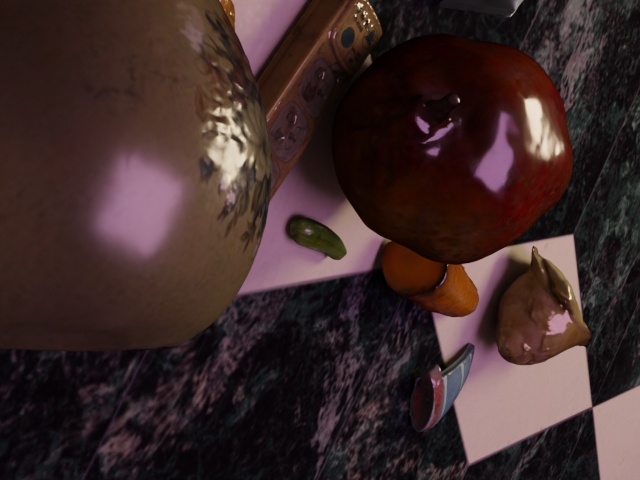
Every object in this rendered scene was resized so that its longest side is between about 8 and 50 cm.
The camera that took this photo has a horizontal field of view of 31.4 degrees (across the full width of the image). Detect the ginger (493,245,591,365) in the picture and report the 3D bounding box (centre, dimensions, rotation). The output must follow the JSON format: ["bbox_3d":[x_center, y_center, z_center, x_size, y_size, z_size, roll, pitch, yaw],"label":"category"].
[{"bbox_3d":[0.271,0.106,1.413,0.122,0.115,0.193,-44,151,1],"label":"ginger"}]

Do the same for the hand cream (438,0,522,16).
[{"bbox_3d":[0.199,-0.275,1.134,0.205,0.078,0.050,-47,142,-37],"label":"hand cream"}]

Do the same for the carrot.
[{"bbox_3d":[0.133,0.046,1.208,0.205,0.072,0.072,31,81,-60],"label":"carrot"}]

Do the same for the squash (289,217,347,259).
[{"bbox_3d":[0.001,-0.001,1.039,0.089,0.027,0.027,25,87,-57],"label":"squash"}]

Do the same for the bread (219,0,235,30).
[{"bbox_3d":[-0.074,-0.182,0.794,0.110,0.024,0.110,176,-90,-89],"label":"bread"}]

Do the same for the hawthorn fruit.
[{"bbox_3d":[0.108,-0.088,0.963,0.208,0.208,0.248,-66,163,-4],"label":"hawthorn fruit"}]

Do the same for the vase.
[{"bbox_3d":[-0.137,-0.099,0.669,0.329,0.240,0.302,-14,107,-81],"label":"vase"}]

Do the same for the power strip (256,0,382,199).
[{"bbox_3d":[-0.034,-0.098,0.925,0.305,0.044,0.064,-58,143,-17],"label":"power strip"}]

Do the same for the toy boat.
[{"bbox_3d":[0.151,0.167,1.318,0.122,0.034,0.096,-26,132,-47],"label":"toy boat"}]
